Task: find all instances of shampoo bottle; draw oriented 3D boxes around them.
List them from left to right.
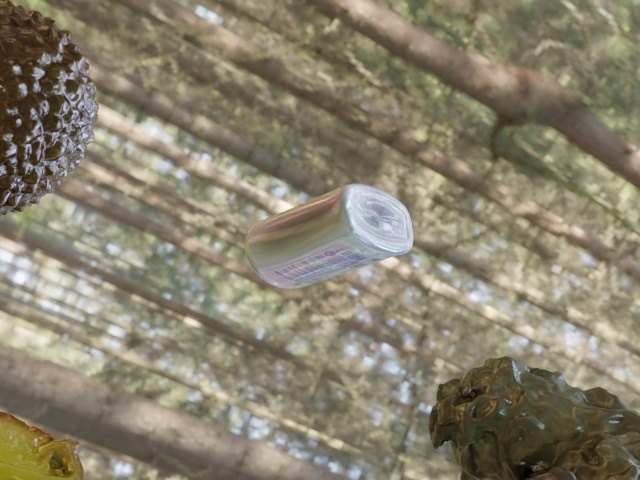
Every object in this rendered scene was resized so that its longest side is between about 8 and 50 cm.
[{"bbox_3d":[0.000,0.000,0.785,0.099,0.072,0.043,-20,-114,36],"label":"shampoo bottle"}]

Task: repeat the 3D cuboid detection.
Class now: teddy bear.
[{"bbox_3d":[0.215,0.310,0.937,0.357,0.224,0.368,-105,-171,-64],"label":"teddy bear"}]

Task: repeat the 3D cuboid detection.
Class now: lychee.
[{"bbox_3d":[-0.297,-0.112,1.054,0.238,0.200,0.200,2,-116,24],"label":"lychee"}]

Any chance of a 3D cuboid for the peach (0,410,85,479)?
[{"bbox_3d":[-0.396,0.258,1.222,0.338,0.281,0.281,-18,-141,3],"label":"peach"}]
